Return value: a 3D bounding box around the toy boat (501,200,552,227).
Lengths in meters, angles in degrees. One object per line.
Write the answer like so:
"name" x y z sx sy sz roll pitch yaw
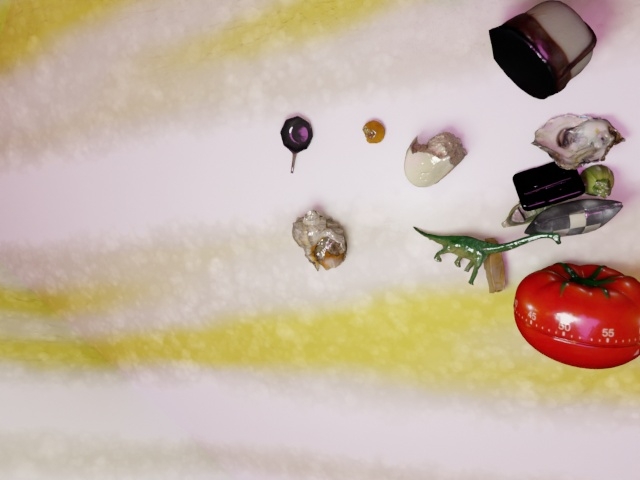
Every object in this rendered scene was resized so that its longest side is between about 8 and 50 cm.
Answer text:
"toy boat" 0.698 -0.099 1.503 0.185 0.071 0.089 -31 94 24

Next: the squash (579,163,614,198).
"squash" 0.871 -0.178 1.386 0.105 0.132 0.105 6 108 18

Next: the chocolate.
"chocolate" 0.659 -0.572 1.306 0.186 0.283 0.283 -44 87 8

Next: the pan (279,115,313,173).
"pan" -0.104 -0.376 1.722 0.128 0.048 0.202 35 111 9

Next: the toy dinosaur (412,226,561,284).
"toy dinosaur" 0.527 -0.009 1.509 0.447 0.087 0.301 36 131 24

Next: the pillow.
"pillow" 0.783 -0.068 1.406 0.249 0.186 0.106 -11 77 11

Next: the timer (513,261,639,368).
"timer" 0.804 0.229 1.387 0.377 0.378 0.279 5 108 18

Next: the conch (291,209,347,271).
"conch" 0.001 -0.015 1.732 0.210 0.159 0.291 0 143 11

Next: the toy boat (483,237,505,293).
"toy boat" 0.610 0.093 1.584 0.064 0.072 0.206 -10 102 -5

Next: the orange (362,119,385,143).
"orange" 0.192 -0.390 1.608 0.086 0.062 0.086 4 105 15

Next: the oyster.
"oyster" 0.793 -0.308 1.392 0.214 0.083 0.223 -41 59 -10

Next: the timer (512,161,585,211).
"timer" 0.731 -0.184 1.439 0.187 0.055 0.144 -19 54 22

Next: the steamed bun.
"steamed bun" 0.369 -0.282 1.485 0.200 0.225 0.170 -38 90 26
